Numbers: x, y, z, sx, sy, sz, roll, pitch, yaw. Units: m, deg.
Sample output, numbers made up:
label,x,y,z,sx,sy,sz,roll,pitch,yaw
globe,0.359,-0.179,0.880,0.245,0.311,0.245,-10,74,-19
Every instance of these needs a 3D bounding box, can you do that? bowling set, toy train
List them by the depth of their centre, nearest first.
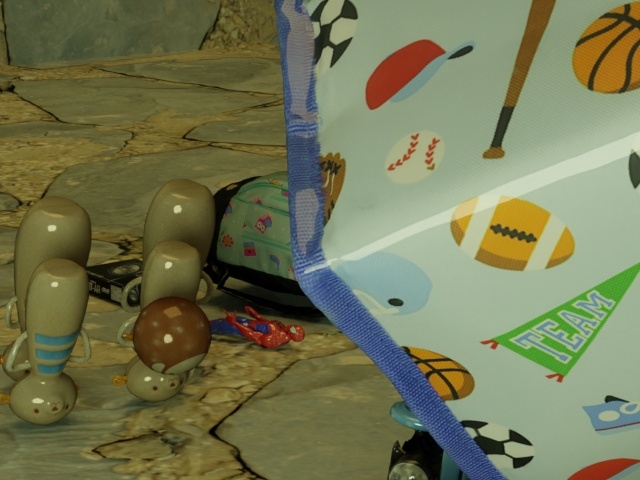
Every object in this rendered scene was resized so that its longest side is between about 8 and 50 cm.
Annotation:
label,x,y,z,sx,sy,sz,roll,pitch,yaw
toy train,0.104,0.132,1.242,0.105,0.080,0.184,15,15,19
bowling set,-0.166,0.073,1.412,0.287,0.154,0.200,-6,33,-31

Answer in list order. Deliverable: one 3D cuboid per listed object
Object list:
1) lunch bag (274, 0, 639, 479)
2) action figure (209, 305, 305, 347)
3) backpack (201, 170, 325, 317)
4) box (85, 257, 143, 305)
label,x,y,z,sx,sy,sz,roll,pitch,yaw
lunch bag,0.203,-0.008,1.000,0.327,0.385,0.239,-21,45,20
action figure,-0.063,0.069,1.607,0.115,0.030,0.038,10,11,28
backpack,0.000,0.000,1.711,0.182,0.115,0.152,14,16,37
box,-0.168,0.037,1.754,0.067,0.018,0.083,-10,17,-37
